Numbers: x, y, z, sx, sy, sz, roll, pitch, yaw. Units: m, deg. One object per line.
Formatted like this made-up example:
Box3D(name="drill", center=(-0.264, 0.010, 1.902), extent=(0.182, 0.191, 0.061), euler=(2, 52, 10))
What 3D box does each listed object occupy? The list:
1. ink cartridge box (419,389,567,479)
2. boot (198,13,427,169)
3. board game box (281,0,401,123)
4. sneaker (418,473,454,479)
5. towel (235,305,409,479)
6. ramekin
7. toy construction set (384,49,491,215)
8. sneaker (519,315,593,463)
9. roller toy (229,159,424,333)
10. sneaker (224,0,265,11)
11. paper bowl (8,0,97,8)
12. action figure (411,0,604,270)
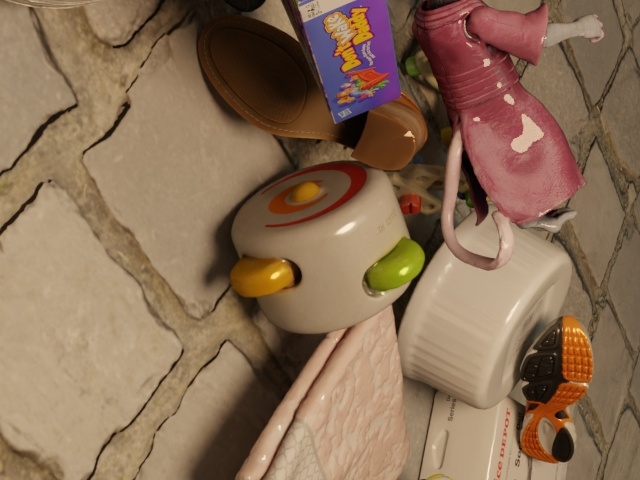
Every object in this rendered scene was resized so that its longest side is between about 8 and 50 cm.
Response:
Box3D(name="ink cartridge box", center=(0.276, 0.359, 1.539), extent=(0.273, 0.114, 0.199), euler=(33, 63, -47))
Box3D(name="boot", center=(0.002, -0.189, 1.183), extent=(0.220, 0.283, 0.109), euler=(-69, -177, -70))
Box3D(name="board game box", center=(-0.028, -0.321, 0.980), extent=(0.233, 0.078, 0.347), euler=(66, 2, -69))
Box3D(name="sneaker", center=(0.097, 0.413, 1.329), extent=(0.240, 0.126, 0.091), euler=(-43, 90, -9))
Box3D(name="towel", center=(0.021, 0.263, 1.185), extent=(0.317, 0.053, 0.332), euler=(-54, 148, -38))
Box3D(name="ramekin", center=(0.235, 0.101, 1.384), extent=(0.277, 0.135, 0.277), euler=(-42, 149, -33))
Box3D(name="toy construction set", center=(0.193, -0.170, 1.410), extent=(0.215, 0.151, 0.328), euler=(40, 59, -47))
Box3D(name="sneaker", center=(0.338, 0.196, 1.438), extent=(0.121, 0.099, 0.263), euler=(-67, 163, -50))
Box3D(name="roller toy", center=(0.000, 0.000, 1.128), extent=(0.191, 0.209, 0.146), euler=(-103, 173, -65))
Box3D(name="sneaker", center=(-0.163, -0.308, 1.014), extent=(0.267, 0.101, 0.106), euler=(36, 75, -39))
Box3D(name="paper bowl", center=(-0.214, -0.343, 0.818), extent=(0.284, 0.148, 0.285), euler=(-3, 97, -30))
Box3D(name="action figure", center=(0.180, -0.190, 1.209), extent=(0.275, 0.248, 0.370), euler=(-37, 113, -23))
